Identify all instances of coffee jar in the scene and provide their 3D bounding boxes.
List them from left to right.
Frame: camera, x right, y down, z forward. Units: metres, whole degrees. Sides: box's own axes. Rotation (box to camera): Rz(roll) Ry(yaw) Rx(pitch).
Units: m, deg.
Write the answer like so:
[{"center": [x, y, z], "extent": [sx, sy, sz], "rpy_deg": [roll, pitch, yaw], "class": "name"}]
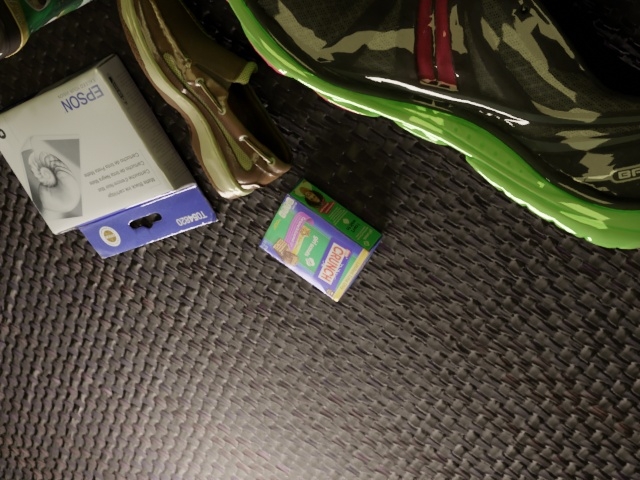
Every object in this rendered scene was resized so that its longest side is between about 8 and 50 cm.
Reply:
[{"center": [-0.303, -0.250, 1.291], "extent": [0.079, 0.184, 0.096], "rpy_deg": [-13, 114, 39], "class": "coffee jar"}]

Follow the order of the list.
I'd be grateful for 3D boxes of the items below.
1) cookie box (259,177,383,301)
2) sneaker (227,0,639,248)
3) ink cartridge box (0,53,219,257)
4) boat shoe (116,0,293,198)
[{"center": [0.000, 0.000, 1.384], "extent": [0.107, 0.040, 0.092], "rpy_deg": [35, 134, 5], "class": "cookie box"}, {"center": [0.125, -0.182, 1.104], "extent": [0.483, 0.185, 0.202], "rpy_deg": [28, 116, 8], "class": "sneaker"}, {"center": [-0.256, -0.080, 1.487], "extent": [0.223, 0.045, 0.224], "rpy_deg": [-18, 112, 40], "class": "ink cartridge box"}, {"center": [-0.106, -0.168, 1.304], "extent": [0.095, 0.095, 0.257], "rpy_deg": [-17, 119, 25], "class": "boat shoe"}]
